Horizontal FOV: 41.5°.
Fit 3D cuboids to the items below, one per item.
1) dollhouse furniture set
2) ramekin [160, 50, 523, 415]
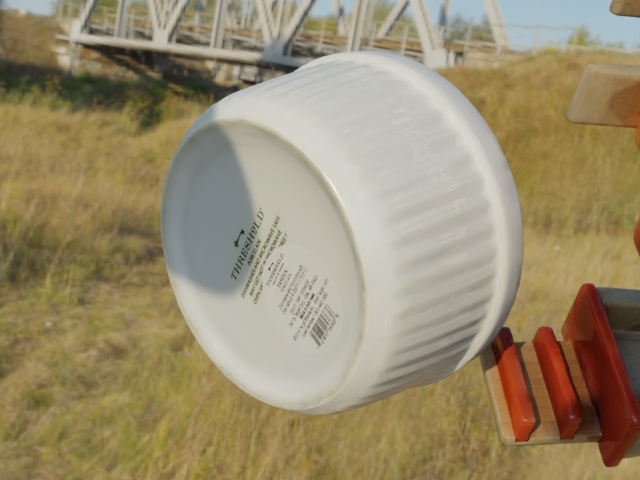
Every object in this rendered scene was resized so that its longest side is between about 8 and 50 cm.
[{"bbox_3d":[0.183,0.014,0.431,0.135,0.259,0.262,0,48,-8],"label":"dollhouse furniture set"},{"bbox_3d":[0.000,0.000,0.486,0.207,0.207,0.109,18,26,39],"label":"ramekin"}]
